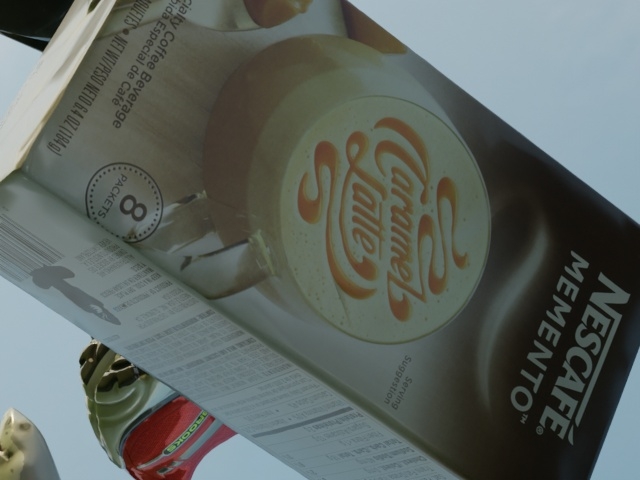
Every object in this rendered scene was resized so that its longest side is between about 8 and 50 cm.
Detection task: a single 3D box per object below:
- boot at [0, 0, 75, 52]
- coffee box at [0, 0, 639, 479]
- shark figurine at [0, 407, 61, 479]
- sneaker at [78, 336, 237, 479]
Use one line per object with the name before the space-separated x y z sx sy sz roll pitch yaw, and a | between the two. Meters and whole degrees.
boot | -0.130 -0.327 0.949 0.367 0.146 0.445 36 -49 9
coffee box | 0.000 0.000 0.699 0.098 0.246 0.141 -25 -145 58
shark figurine | -0.185 0.271 1.214 0.166 0.116 0.278 34 -66 57
sneaker | -0.024 0.048 1.090 0.107 0.279 0.118 23 -42 48
